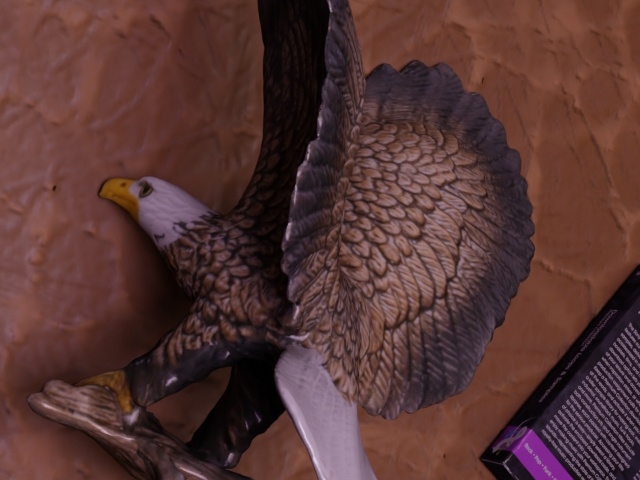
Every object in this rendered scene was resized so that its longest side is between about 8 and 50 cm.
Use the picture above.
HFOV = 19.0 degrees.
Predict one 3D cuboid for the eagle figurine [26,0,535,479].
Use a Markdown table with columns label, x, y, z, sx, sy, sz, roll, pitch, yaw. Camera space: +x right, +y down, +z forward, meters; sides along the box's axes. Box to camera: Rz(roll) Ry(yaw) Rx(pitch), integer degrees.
| label | x | y | z | sx | sy | sz | roll | pitch | yaw |
| --- | --- | --- | --- | --- | --- | --- | --- | --- | --- |
| eagle figurine | -0.009 | -0.006 | 0.927 | 0.225 | 0.226 | 0.298 | 37 | 78 | -2 |

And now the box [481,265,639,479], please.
| label | x | y | z | sx | sy | sz | roll | pitch | yaw |
| --- | --- | --- | --- | --- | --- | --- | --- | --- | --- |
| box | 0.180 | 0.108 | 1.114 | 0.162 | 0.029 | 0.116 | -47 | 111 | -19 |
